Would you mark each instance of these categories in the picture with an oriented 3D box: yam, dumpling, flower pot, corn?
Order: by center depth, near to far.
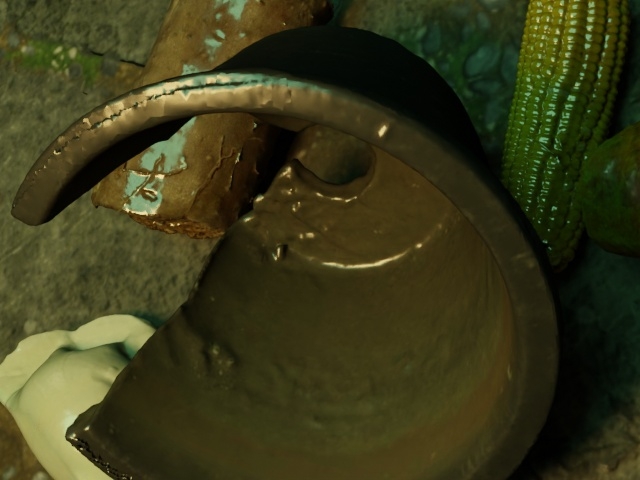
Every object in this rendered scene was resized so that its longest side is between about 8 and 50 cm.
[{"bbox_3d":[0.000,0.000,1.137,0.379,0.379,0.251,-22,24,25],"label":"flower pot"},{"bbox_3d":[0.178,-0.089,1.193,0.080,0.080,0.231,4,76,34],"label":"corn"},{"bbox_3d":[-0.165,0.143,1.325,0.151,0.124,0.229,-32,58,-22],"label":"dumpling"},{"bbox_3d":[-0.091,-0.113,1.346,0.129,0.128,0.238,-6,61,67],"label":"yam"}]

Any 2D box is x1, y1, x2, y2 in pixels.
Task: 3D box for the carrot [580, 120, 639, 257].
[{"bbox_3d":[0.327,-0.019,1.055,0.302,0.114,0.114,9,79,37],"label":"carrot"}]
